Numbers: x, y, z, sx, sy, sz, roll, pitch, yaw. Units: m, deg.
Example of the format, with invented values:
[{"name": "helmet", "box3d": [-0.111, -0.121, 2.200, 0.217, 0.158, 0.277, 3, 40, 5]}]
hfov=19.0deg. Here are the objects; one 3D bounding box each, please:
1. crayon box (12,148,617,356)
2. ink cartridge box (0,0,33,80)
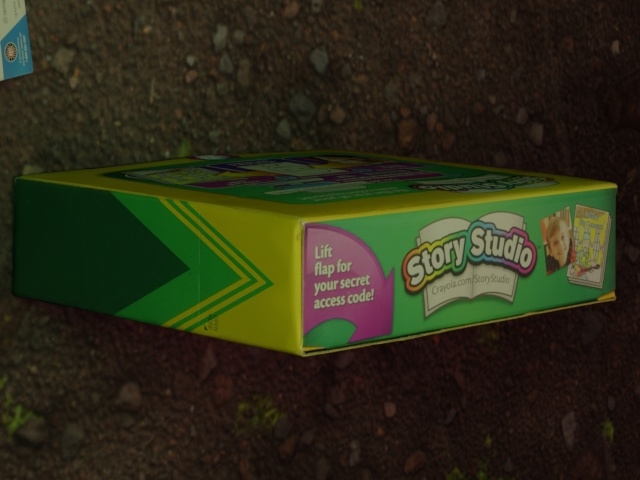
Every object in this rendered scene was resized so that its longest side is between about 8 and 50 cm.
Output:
[{"name": "crayon box", "box3d": [0.000, 0.000, 1.482, 0.363, 0.313, 0.106, -7, 103, -46]}, {"name": "ink cartridge box", "box3d": [-0.271, -0.150, 1.357, 0.122, 0.052, 0.089, -20, 112, -42]}]
